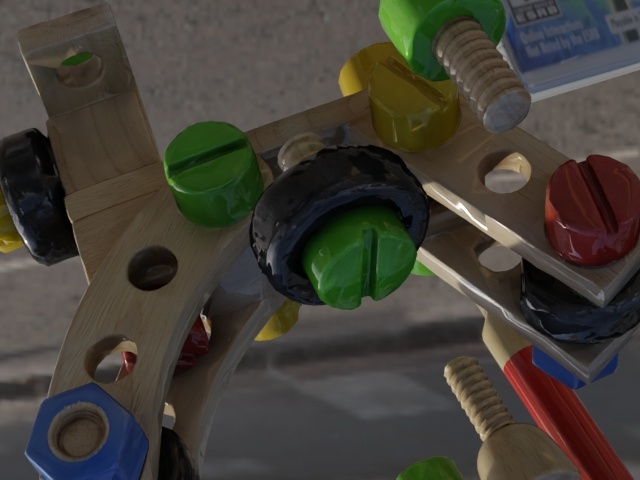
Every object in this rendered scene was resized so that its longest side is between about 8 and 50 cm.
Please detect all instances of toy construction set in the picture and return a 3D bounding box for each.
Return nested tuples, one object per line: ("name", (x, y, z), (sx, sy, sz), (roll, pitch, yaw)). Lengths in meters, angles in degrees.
("toy construction set", (0.000, 0.000, 0.647), (0.257, 0.237, 0.309), (-40, 142, 13))

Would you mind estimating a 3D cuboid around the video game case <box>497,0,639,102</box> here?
("video game case", (0.157, -0.242, 0.804), (0.329, 0.300, 0.036), (-19, 174, -35))
